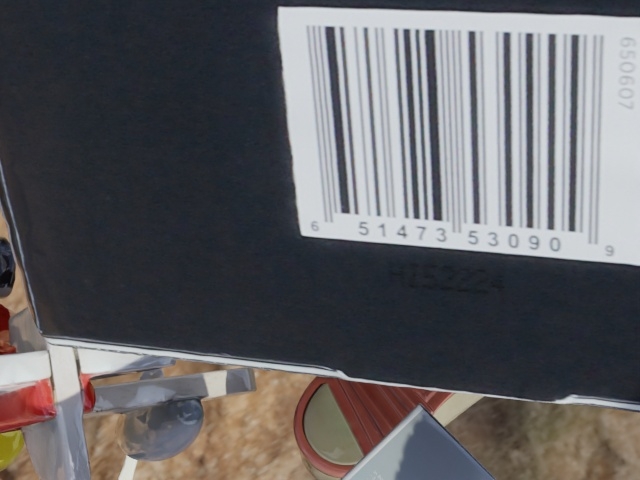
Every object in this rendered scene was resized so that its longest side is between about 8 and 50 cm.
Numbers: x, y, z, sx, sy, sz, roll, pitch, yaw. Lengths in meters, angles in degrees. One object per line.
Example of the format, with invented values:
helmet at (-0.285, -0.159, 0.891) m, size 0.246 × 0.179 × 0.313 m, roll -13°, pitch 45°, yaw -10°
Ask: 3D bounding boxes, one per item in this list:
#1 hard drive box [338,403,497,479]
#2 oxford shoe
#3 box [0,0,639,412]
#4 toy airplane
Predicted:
hard drive box at (-0.004, 0.241, 0.869) m, size 0.089 × 0.181 × 0.232 m, roll 45°, pitch 45°, yaw 10°
oxford shoe at (0.116, 0.098, 1.187) m, size 0.348 × 0.130 × 0.123 m, roll -32°, pitch 73°, yaw -15°
box at (0.120, -0.163, 0.757) m, size 0.480 × 0.297 × 0.472 m, roll 5°, pitch 32°, yaw 17°
toy airplane at (-0.276, 0.157, 1.089) m, size 0.386 × 0.384 × 0.272 m, roll 4°, pitch 99°, yaw 10°
